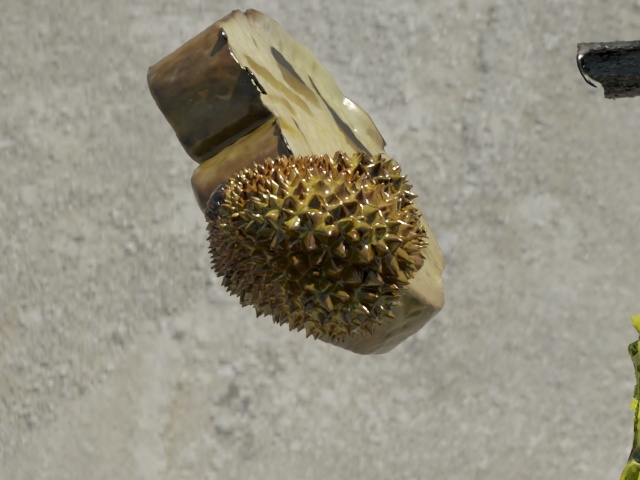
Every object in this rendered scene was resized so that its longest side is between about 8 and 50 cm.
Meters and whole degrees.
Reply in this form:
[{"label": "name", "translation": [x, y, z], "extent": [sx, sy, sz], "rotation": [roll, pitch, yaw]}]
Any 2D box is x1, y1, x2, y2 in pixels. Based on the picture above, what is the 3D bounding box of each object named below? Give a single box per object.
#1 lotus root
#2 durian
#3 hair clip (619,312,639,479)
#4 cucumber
[{"label": "lotus root", "translation": [-0.003, -0.056, 1.448], "extent": [0.111, 0.375, 0.390], "rotation": [-40, 46, 18]}, {"label": "durian", "translation": [0.000, 0.000, 1.034], "extent": [0.168, 0.158, 0.137], "rotation": [10, 89, -9]}, {"label": "hair clip", "translation": [0.164, 0.085, 0.698], "extent": [0.072, 0.046, 0.173], "rotation": [52, 31, -9]}, {"label": "cucumber", "translation": [0.382, -0.184, 1.504], "extent": [0.245, 0.067, 0.067], "rotation": [-5, 52, 29]}]
